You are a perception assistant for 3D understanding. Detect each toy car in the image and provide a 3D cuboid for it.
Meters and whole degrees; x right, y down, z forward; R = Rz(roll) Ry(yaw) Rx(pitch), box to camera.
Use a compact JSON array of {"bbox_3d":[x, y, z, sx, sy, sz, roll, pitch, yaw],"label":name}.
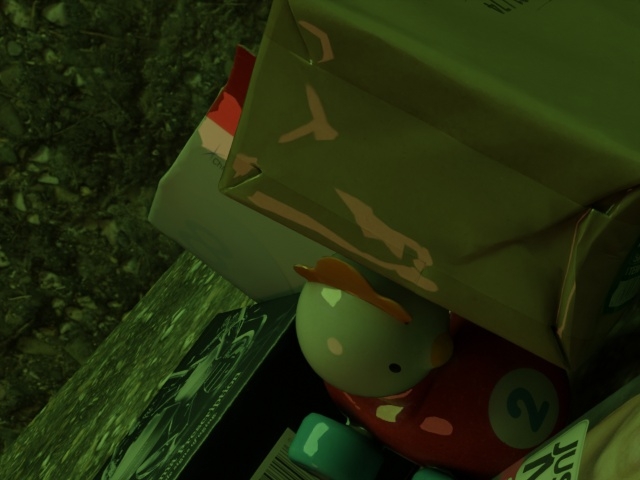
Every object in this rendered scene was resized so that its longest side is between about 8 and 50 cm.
[{"bbox_3d":[0.067,0.079,1.228,0.219,0.210,0.238,-61,-30,-11],"label":"toy car"}]

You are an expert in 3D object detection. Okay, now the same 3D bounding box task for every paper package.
[{"bbox_3d":[0.133,-0.094,1.224,0.325,0.309,0.168,-39,-28,-58],"label":"paper package"}]

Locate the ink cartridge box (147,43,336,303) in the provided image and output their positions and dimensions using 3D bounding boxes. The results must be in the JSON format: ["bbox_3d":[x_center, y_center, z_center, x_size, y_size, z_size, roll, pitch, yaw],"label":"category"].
[{"bbox_3d":[0.000,0.000,1.513,0.091,0.308,0.385,-52,0,-15],"label":"ink cartridge box"}]

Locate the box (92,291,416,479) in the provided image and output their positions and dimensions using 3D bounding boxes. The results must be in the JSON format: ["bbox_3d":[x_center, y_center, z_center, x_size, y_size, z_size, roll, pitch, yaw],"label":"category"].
[{"bbox_3d":[-0.088,0.240,1.571,0.343,0.179,0.312,-53,11,-18],"label":"box"}]

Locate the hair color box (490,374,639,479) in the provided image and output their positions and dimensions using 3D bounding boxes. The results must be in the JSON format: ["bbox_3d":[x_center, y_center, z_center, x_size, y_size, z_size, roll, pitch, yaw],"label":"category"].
[{"bbox_3d":[0.212,0.149,0.929,0.347,0.105,0.174,-41,15,32],"label":"hair color box"}]
